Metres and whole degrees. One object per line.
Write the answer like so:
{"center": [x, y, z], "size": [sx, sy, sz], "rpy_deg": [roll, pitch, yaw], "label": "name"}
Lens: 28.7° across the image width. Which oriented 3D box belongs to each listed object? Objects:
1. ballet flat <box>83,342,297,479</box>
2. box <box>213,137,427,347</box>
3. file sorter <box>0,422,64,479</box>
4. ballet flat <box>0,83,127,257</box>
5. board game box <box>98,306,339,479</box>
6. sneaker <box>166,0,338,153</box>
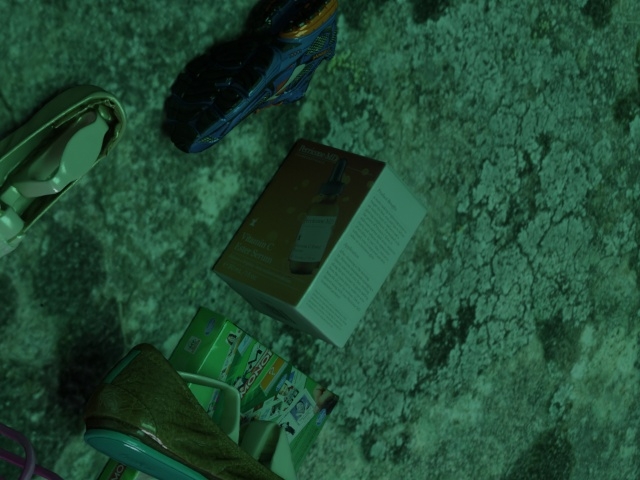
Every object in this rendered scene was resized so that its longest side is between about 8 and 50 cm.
{"center": [-0.097, 0.208, 1.211], "size": [0.342, 0.116, 0.124], "rpy_deg": [47, 52, -39], "label": "ballet flat"}
{"center": [0.000, 0.000, 1.261], "size": [0.170, 0.130, 0.091], "rpy_deg": [-58, 135, -13], "label": "box"}
{"center": [-0.300, 0.238, 0.956], "size": [0.202, 0.182, 0.291], "rpy_deg": [-55, 147, -27], "label": "file sorter"}
{"center": [-0.253, -0.041, 1.028], "size": [0.248, 0.086, 0.086], "rpy_deg": [-47, 133, -22], "label": "ballet flat"}
{"center": [-0.127, 0.253, 1.292], "size": [0.213, 0.046, 0.317], "rpy_deg": [41, 76, -44], "label": "board game box"}
{"center": [-0.053, -0.153, 1.190], "size": [0.221, 0.083, 0.087], "rpy_deg": [-44, 139, -20], "label": "sneaker"}
